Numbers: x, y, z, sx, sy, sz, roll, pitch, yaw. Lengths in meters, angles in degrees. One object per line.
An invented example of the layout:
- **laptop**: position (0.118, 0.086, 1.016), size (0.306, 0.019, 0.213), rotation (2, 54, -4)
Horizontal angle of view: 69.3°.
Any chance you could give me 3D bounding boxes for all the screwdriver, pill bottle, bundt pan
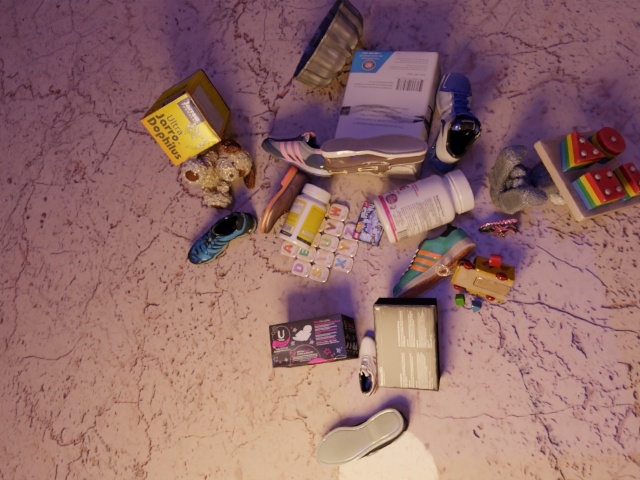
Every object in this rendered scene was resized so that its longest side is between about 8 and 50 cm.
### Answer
- **screwdriver**: position (-0.178, -0.144, 1.726), size (0.024, 0.025, 0.169), rotation (41, 93, 21)
- **pill bottle**: position (-0.050, -0.083, 1.596), size (0.119, 0.119, 0.208), rotation (25, 88, 22)
- **bundt pan**: position (0.038, -0.681, 1.635), size (0.124, 0.331, 0.330), rotation (29, 89, -18)
- **pill bottle**: position (0.325, -0.112, 1.467), size (0.283, 0.160, 0.160), rotation (-21, 73, 5)

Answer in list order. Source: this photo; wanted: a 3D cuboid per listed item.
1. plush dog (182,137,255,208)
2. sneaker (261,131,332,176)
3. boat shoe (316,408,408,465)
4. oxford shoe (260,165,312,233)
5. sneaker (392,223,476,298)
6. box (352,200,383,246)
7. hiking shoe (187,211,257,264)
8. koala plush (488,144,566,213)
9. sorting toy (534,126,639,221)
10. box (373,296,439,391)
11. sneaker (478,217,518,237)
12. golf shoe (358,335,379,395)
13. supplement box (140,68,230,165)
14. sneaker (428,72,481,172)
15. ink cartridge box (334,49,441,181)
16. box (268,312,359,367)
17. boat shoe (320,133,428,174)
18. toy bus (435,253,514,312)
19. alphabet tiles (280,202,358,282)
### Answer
- **plush dog**: position (-0.361, -0.273, 1.724), size (0.226, 0.262, 0.210), rotation (-18, 52, 9)
- **sneaker**: position (-0.074, -0.336, 1.657), size (0.319, 0.112, 0.130), rotation (27, 115, 26)
- **boat shoe**: position (0.132, 0.617, 1.429), size (0.303, 0.091, 0.114), rotation (-26, 52, 14)
- **oxford shoe**: position (-0.128, -0.130, 1.667), size (0.099, 0.097, 0.271), rotation (30, 96, -3)
- **sneaker**: position (0.339, 0.071, 1.472), size (0.302, 0.108, 0.121), rotation (-40, 54, 10)
- **box**: position (0.173, -0.056, 1.579), size (0.094, 0.027, 0.136), rotation (18, 85, 13)
- **hiking shoe**: position (-0.386, -0.020, 1.713), size (0.304, 0.132, 0.113), rotation (-36, 70, 9)
- **koala plush**: position (0.645, -0.181, 1.392), size (0.222, 0.203, 0.196), rotation (-14, 73, -6)
- **sorting toy**: position (0.778, -0.206, 1.302), size (0.257, 0.089, 0.255), rotation (-13, 71, -23)
- **box**: position (0.263, 0.310, 1.405), size (0.185, 0.103, 0.260), rotation (-2, 97, 16)
- **sneaker**: position (0.556, -0.033, 1.445), size (0.120, 0.047, 0.057), rotation (-10, 87, 18)
- **golf shoe**: position (0.154, 0.397, 1.471), size (0.068, 0.086, 0.185), rotation (-7, 76, 19)
- **supplement box**: position (-0.483, -0.462, 1.706), size (0.195, 0.194, 0.356), rotation (-27, 30, 12)
- **sneaker**: position (0.443, -0.382, 1.462), size (0.128, 0.182, 0.315), rotation (9, 86, -8)
- **ink cartridge box**: position (0.225, -0.420, 1.566), size (0.286, 0.166, 0.394), rotation (11, 83, 21)
- **box**: position (-0.019, 0.327, 1.502), size (0.248, 0.163, 0.141), rotation (-12, 72, 16)
- **boat shoe**: position (0.164, -0.255, 1.418), size (0.325, 0.096, 0.116), rotation (1, 41, 15)
- **toy bus**: position (0.478, 0.099, 1.395), size (0.191, 0.104, 0.202), rotation (-22, 112, 34)
- **alphabet tiles**: position (0.000, 0.000, 1.638), size (0.278, 0.021, 0.283), rotation (16, 85, 21)
